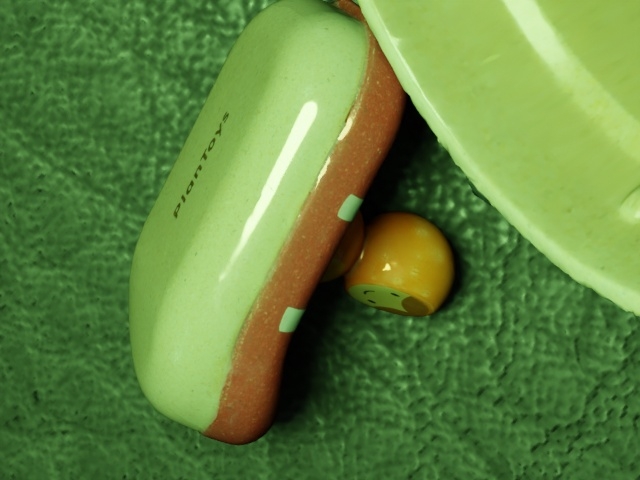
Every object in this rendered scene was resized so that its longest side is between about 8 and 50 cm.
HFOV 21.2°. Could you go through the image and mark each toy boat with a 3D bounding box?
[{"bbox_3d":[0.000,0.000,0.872,0.151,0.151,0.231,24,101,-19],"label":"toy boat"}]

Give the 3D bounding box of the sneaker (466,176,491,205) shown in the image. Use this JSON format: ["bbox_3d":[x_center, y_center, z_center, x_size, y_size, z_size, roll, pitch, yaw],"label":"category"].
[{"bbox_3d":[0.119,-0.038,0.871,0.188,0.067,0.078,48,124,4],"label":"sneaker"}]

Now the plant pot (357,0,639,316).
[{"bbox_3d":[0.204,-0.179,0.688,0.305,0.334,0.334,-30,87,-21],"label":"plant pot"}]
